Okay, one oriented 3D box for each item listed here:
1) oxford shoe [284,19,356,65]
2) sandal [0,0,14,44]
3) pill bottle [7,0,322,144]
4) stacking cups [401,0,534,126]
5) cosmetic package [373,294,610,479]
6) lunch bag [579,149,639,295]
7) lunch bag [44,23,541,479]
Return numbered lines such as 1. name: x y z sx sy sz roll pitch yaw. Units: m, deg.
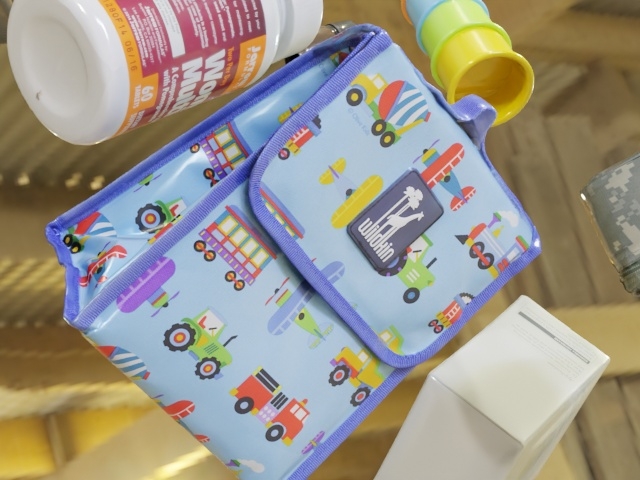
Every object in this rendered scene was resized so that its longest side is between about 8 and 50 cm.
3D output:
1. oxford shoe: -0.003 -0.100 1.422 0.096 0.227 0.083 -13 11 -25
2. sandal: -0.303 -0.209 1.099 0.090 0.060 0.219 18 -18 16
3. pill bottle: -0.108 -0.157 1.044 0.221 0.121 0.121 -27 -11 -41
4. stacking cups: 0.134 -0.246 1.579 0.096 0.316 0.096 -10 -51 -12
5. cosmetic package: 0.194 0.222 1.664 0.225 0.138 0.224 -31 -28 -46
6. lunch bag: 0.406 0.004 1.185 0.305 0.256 0.212 -28 -11 16
7. lunch bag: 0.000 0.000 0.974 0.293 0.138 0.221 -39 -58 5
